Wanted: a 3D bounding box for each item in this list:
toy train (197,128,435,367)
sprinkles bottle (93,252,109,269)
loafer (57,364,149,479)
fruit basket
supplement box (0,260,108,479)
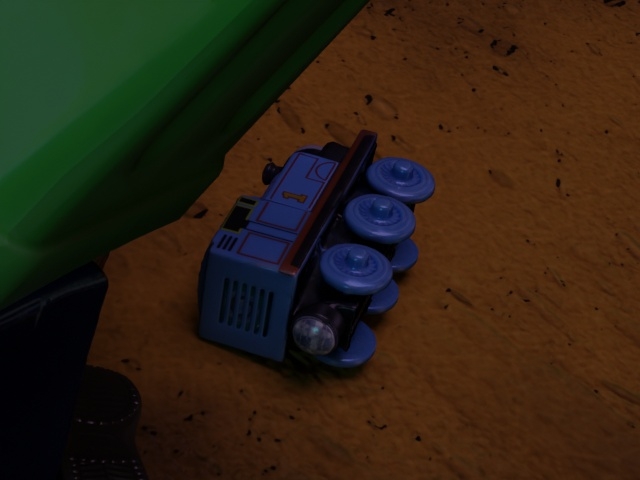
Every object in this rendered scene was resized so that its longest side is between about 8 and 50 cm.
[{"bbox_3d":[0.000,0.000,1.037,0.105,0.080,0.184,18,37,8],"label":"toy train"},{"bbox_3d":[-0.119,-0.098,0.865,0.121,0.355,0.121,19,30,-11],"label":"sprinkles bottle"},{"bbox_3d":[-0.116,0.108,0.874,0.056,0.050,0.148,12,22,-14],"label":"loafer"},{"bbox_3d":[-0.203,-0.132,0.654,0.392,0.392,0.283,26,17,10],"label":"fruit basket"},{"bbox_3d":[-0.296,0.011,0.793,0.356,0.195,0.194,39,41,25],"label":"supplement box"}]
